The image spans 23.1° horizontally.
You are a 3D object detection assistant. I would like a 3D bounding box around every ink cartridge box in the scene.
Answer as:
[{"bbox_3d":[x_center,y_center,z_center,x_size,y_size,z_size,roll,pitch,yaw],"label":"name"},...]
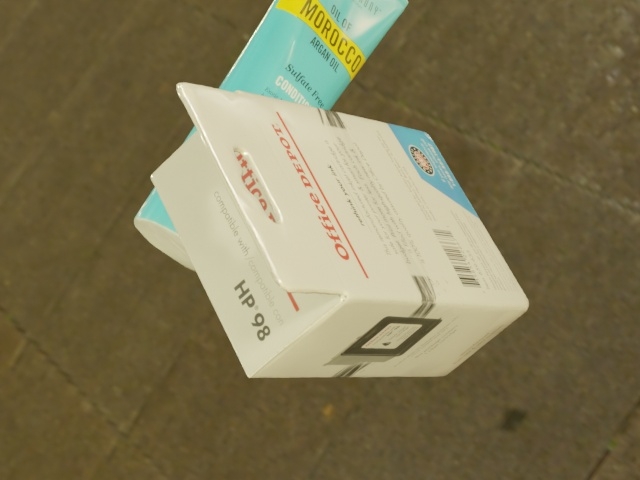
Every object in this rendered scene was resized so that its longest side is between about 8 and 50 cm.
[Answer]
[{"bbox_3d":[0.000,0.000,0.662,0.060,0.180,0.104,-41,63,27],"label":"ink cartridge box"}]

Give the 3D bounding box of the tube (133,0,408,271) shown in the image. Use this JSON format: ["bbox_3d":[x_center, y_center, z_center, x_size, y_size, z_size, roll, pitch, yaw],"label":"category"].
[{"bbox_3d":[-0.025,-0.079,0.864,0.052,0.080,0.207,16,67,44],"label":"tube"}]
